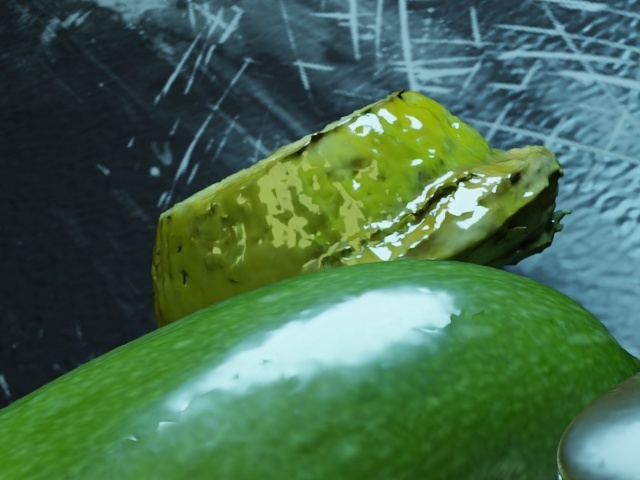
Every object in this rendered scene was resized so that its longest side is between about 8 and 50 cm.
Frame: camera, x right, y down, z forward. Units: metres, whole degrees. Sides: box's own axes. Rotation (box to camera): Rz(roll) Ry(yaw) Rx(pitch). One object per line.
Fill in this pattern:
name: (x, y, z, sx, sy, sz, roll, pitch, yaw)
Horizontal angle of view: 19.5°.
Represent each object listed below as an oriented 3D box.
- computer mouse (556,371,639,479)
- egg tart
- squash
computer mouse: (0.240, 0.083, 0.795, 0.310, 0.072, 0.158, -8, 17, -39)
egg tart: (0.000, 0.000, 1.072, 0.288, 0.118, 0.288, -29, 5, 3)
squash: (0.015, 0.119, 0.847, 0.309, 0.310, 0.310, -43, 39, -18)
